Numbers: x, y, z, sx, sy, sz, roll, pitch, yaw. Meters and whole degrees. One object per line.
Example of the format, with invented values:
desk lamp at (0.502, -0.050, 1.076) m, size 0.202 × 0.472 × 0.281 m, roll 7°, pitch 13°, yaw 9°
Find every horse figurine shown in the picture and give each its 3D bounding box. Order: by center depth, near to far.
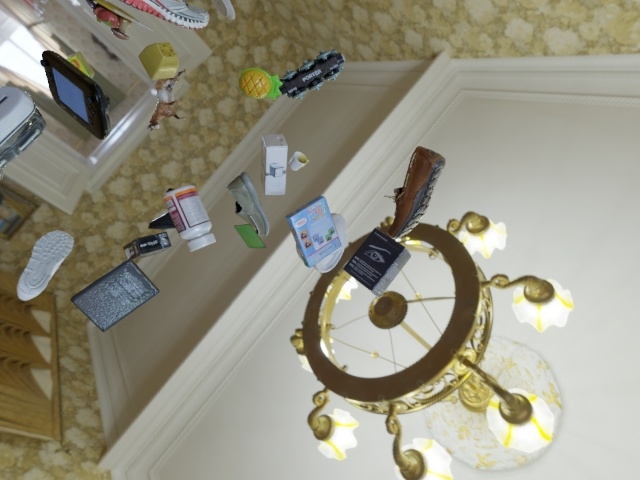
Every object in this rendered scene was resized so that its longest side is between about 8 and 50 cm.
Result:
horse figurine at (-0.561, -0.540, 1.512) m, size 0.175 × 0.066 × 0.262 m, roll 6°, pitch -84°, yaw 36°

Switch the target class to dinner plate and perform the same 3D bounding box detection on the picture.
dinner plate at (-0.369, -0.874, 1.509) m, size 0.017 × 0.141 × 0.141 m, roll -46°, pitch -142°, yaw -13°

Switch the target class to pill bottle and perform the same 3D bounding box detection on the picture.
pill bottle at (-0.468, -0.078, 1.481) m, size 0.121 × 0.221 × 0.121 m, roll -22°, pitch -176°, yaw 2°

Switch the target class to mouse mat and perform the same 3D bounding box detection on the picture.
mouse mat at (-0.361, -0.020, 2.100) m, size 0.190 × 0.152 × 0.007 m, roll -2°, pitch -144°, yaw 52°

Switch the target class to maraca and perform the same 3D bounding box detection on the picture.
maraca at (-0.258, -0.670, 1.765) m, size 0.099 × 0.186 × 0.127 m, roll -91°, pitch -168°, yaw -53°

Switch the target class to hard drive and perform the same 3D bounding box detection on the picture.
hard drive at (-0.413, 0.111, 0.831) m, size 0.135 × 0.094 × 0.022 m, roll -36°, pitch -159°, yaw -7°

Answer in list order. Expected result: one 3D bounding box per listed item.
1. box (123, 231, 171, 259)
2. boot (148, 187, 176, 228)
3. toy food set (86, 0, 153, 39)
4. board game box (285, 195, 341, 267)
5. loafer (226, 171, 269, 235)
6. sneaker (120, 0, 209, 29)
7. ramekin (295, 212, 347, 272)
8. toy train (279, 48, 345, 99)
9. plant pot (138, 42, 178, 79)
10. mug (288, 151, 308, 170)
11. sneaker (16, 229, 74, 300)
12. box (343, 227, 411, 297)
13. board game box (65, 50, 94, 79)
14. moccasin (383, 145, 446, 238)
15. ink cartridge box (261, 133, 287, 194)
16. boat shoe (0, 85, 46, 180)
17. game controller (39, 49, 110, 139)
box at (-0.798, 0.029, 1.890) m, size 0.180 × 0.148 × 0.077 m, roll -18°, pitch -89°, yaw 45°
boot at (-0.780, -0.164, 2.131) m, size 0.247 × 0.094 × 0.206 m, roll -5°, pitch -90°, yaw 10°
toy food set at (-0.594, -0.628, 1.165) m, size 0.218 × 0.128 × 0.071 m, roll 39°, pitch -72°, yaw 24°
board game box at (-0.020, -0.031, 1.470) m, size 0.160 × 0.211 × 0.039 m, roll -34°, pitch -149°, yaw -25°
loafer at (-0.239, -0.109, 1.350) m, size 0.088 × 0.251 × 0.094 m, roll -23°, pitch -140°, yaw -7°
sneaker at (-0.324, -0.510, 0.853) m, size 0.088 × 0.225 × 0.092 m, roll 37°, pitch -67°, yaw 29°
ramekin at (0.000, 0.000, 1.860) m, size 0.127 × 0.273 × 0.272 m, roll 16°, pitch -112°, yaw 30°
toy train at (-0.042, -0.778, 1.921) m, size 0.334 × 0.142 × 0.190 m, roll -25°, pitch -156°, yaw 12°
plant pot at (-0.465, -0.532, 1.200) m, size 0.083 × 0.081 × 0.082 m, roll -25°, pitch -175°, yaw 46°
mug at (-0.091, -0.315, 1.676) m, size 0.064 × 0.078 × 0.062 m, roll -40°, pitch -148°, yaw 40°
sneaker at (-0.829, 0.070, 1.230) m, size 0.095 × 0.090 × 0.234 m, roll -36°, pitch -149°, yaw 40°
box at (0.214, 0.083, 1.541) m, size 0.153 × 0.108 × 0.207 m, roll 39°, pitch -91°, yaw 32°
board game box at (-0.905, -0.653, 1.548) m, size 0.043 × 0.092 × 0.181 m, roll -28°, pitch -144°, yaw -8°
moccasin at (0.339, -0.174, 1.581) m, size 0.147 × 0.379 × 0.139 m, roll 36°, pitch -139°, yaw 29°
ink cartridge box at (-0.175, -0.284, 1.528) m, size 0.082 × 0.190 × 0.139 m, roll -4°, pitch -146°, yaw -13°
boat shoe at (-0.688, -0.157, 0.822) m, size 0.121 × 0.119 × 0.335 m, roll 30°, pitch -111°, yaw 19°
game controller at (-0.715, -0.424, 1.198) m, size 0.319 × 0.067 × 0.166 m, roll 37°, pitch -53°, yaw 23°
